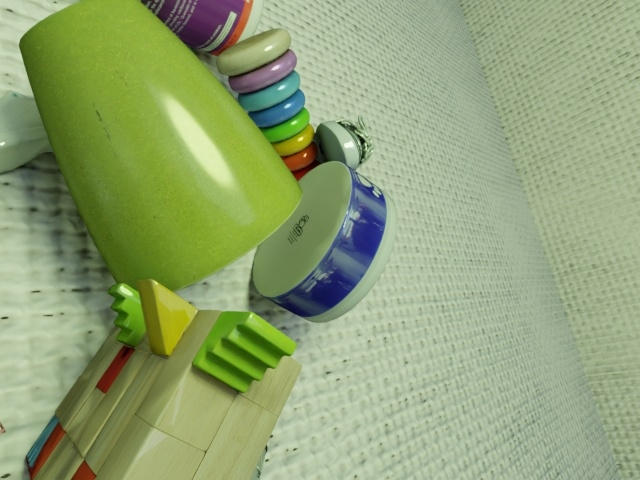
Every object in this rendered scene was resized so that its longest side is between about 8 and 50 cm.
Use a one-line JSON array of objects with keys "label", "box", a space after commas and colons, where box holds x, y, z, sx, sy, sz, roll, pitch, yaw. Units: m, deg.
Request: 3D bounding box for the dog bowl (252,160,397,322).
[{"label": "dog bowl", "box": [0.000, 0.000, 0.752, 0.104, 0.264, 0.265, 32, 51, -29]}]

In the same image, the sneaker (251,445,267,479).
[{"label": "sneaker", "box": [-0.088, 0.367, 0.620, 0.229, 0.086, 0.132, 48, 41, -18]}]

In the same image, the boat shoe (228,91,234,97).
[{"label": "boat shoe", "box": [-0.257, -0.280, 0.762, 0.226, 0.075, 0.083, 9, 64, -44]}]

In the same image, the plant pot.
[{"label": "plant pot", "box": [-0.207, -0.127, 0.541, 0.275, 0.274, 0.294, -53, 124, -46]}]

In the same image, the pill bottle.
[{"label": "pill bottle", "box": [-0.270, -0.457, 0.755, 0.322, 0.181, 0.182, 4, 68, -46]}]

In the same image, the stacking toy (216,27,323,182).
[{"label": "stacking toy", "box": [-0.066, -0.220, 0.847, 0.331, 0.141, 0.141, 65, 36, -33]}]

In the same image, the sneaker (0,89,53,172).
[{"label": "sneaker", "box": [-0.376, -0.164, 0.589, 0.094, 0.080, 0.212, 53, 42, 4]}]

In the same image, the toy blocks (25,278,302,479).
[{"label": "toy blocks", "box": [-0.187, 0.202, 0.422, 0.190, 0.381, 0.261, 41, 61, -26]}]

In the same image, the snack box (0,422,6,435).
[{"label": "snack box", "box": [-0.353, 0.189, 0.382, 0.100, 0.141, 0.037, -31, 95, -49]}]

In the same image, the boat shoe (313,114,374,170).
[{"label": "boat shoe", "box": [0.055, -0.196, 0.899, 0.306, 0.104, 0.113, -129, -161, -81]}]
